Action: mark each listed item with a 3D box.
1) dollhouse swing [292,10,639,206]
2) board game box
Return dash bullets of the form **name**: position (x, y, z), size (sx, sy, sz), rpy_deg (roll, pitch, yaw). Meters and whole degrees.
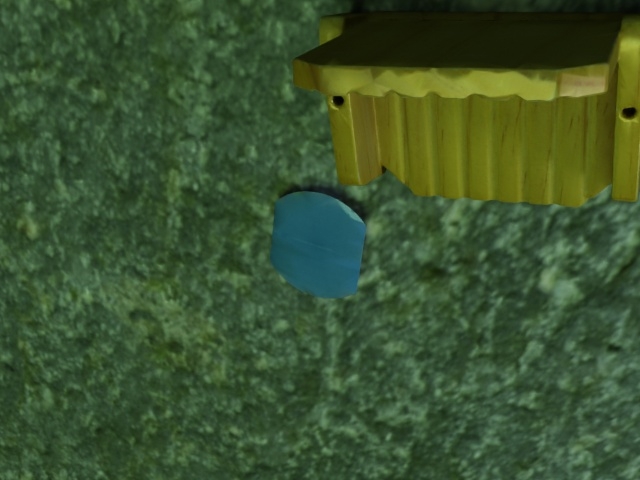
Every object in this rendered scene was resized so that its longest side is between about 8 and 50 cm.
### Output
- **dollhouse swing**: position (0.162, -0.105, 1.090), size (0.346, 0.305, 0.315), rpy_deg (4, 126, 18)
- **board game box**: position (0.000, 0.000, 1.413), size (0.133, 0.033, 0.169), rpy_deg (17, 125, 16)
